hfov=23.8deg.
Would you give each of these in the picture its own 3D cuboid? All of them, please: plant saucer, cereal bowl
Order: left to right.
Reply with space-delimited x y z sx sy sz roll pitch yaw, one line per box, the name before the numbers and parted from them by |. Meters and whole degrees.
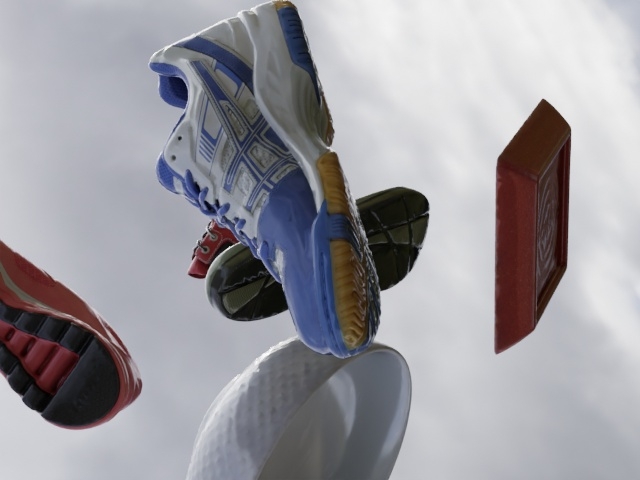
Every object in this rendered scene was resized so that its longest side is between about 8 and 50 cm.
cereal bowl | -0.044 0.245 1.749 0.141 0.339 0.339 25 -172 29
plant saucer | 0.272 -0.020 1.915 0.258 0.048 0.259 -47 -42 -60

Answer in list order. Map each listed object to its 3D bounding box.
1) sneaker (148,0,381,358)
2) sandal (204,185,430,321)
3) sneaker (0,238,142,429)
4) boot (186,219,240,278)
sneaker | -0.044 -0.033 1.068 0.112 0.131 0.296 71 -177 -53
sandal | -0.001 -0.001 1.590 0.303 0.120 0.086 -12 -145 -37
sneaker | -0.299 0.070 1.463 0.314 0.116 0.136 40 -174 13
boot | -0.118 -0.055 1.767 0.244 0.176 0.088 52 160 -1
